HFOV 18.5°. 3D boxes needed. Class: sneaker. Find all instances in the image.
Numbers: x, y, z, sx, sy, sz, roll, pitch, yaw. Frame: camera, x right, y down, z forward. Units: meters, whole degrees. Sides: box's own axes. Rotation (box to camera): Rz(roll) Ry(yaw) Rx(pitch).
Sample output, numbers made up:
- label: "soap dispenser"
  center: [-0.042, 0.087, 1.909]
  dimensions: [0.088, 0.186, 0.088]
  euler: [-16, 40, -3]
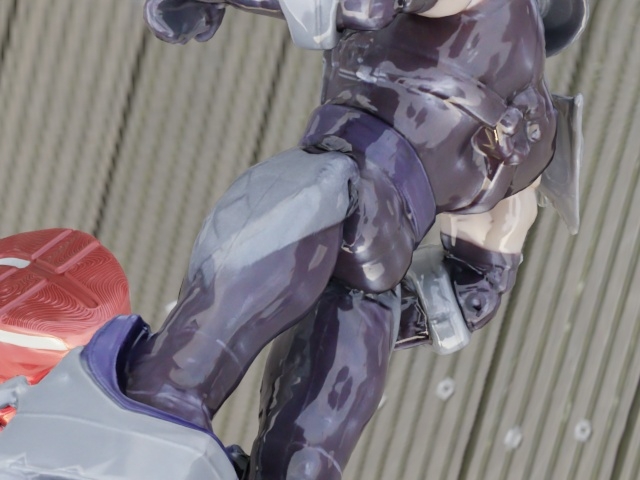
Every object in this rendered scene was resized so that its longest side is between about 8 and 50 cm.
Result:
- label: "sneaker"
  center: [-0.160, 0.065, 1.105]
  dimensions: [0.087, 0.221, 0.128]
  euler: [-35, 118, -27]

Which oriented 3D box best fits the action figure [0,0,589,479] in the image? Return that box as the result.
- label: "action figure"
  center: [0.000, 0.000, 0.528]
  dimensions: [0.099, 0.285, 0.185]
  euler: [6, 142, 34]
